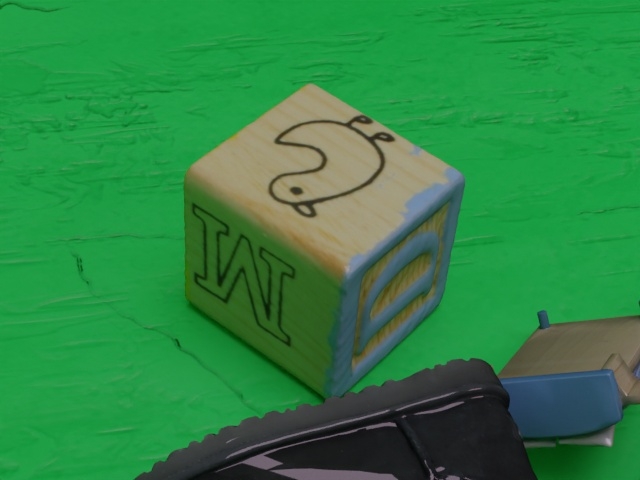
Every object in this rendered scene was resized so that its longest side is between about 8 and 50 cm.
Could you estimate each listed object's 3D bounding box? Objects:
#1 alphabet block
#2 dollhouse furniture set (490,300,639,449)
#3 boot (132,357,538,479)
[{"bbox_3d":[0.000,0.000,1.296,0.197,0.193,0.192,32,50,24],"label":"alphabet block"},{"bbox_3d":[0.320,0.159,1.263,0.303,0.198,0.286,-9,14,29],"label":"dollhouse furniture set"},{"bbox_3d":[0.058,0.328,0.988,0.367,0.146,0.445,-22,52,-4],"label":"boot"}]
